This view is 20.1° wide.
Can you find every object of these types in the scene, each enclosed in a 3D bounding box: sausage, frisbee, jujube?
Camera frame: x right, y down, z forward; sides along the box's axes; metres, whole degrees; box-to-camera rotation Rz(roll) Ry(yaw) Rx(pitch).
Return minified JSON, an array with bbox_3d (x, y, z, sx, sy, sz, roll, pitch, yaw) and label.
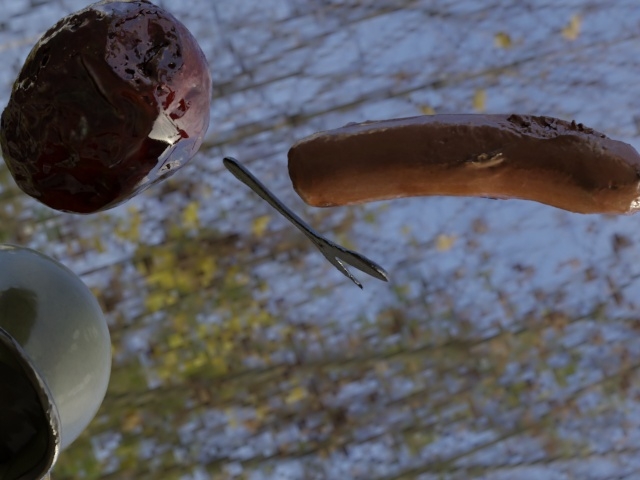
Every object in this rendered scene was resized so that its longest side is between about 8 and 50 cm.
[{"bbox_3d":[0.132,-0.067,1.576,0.079,0.327,0.087,34,59,-72],"label":"sausage"},{"bbox_3d":[0.000,0.000,1.715,0.211,0.012,0.187,36,-7,25],"label":"frisbee"},{"bbox_3d":[-0.204,-0.129,1.745,0.243,0.183,0.183,-41,-110,51],"label":"jujube"}]

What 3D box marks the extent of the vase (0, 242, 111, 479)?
[{"bbox_3d":[-0.333,0.183,1.882,0.302,0.241,0.329,-99,180,-71],"label":"vase"}]
